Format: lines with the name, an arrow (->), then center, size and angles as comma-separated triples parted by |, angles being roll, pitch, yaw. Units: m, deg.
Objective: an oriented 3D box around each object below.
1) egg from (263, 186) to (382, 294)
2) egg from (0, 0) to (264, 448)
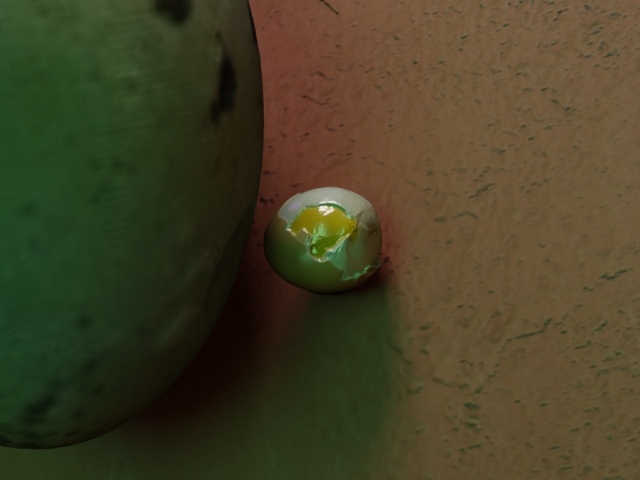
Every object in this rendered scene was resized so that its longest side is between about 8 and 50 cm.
egg -> 0.000, 0.000, 1.118 | 0.083, 0.071, 0.071 | 0, 80, 32
egg -> -0.206, -0.078, 1.099 | 0.345, 0.345, 0.428 | -4, 101, 30
